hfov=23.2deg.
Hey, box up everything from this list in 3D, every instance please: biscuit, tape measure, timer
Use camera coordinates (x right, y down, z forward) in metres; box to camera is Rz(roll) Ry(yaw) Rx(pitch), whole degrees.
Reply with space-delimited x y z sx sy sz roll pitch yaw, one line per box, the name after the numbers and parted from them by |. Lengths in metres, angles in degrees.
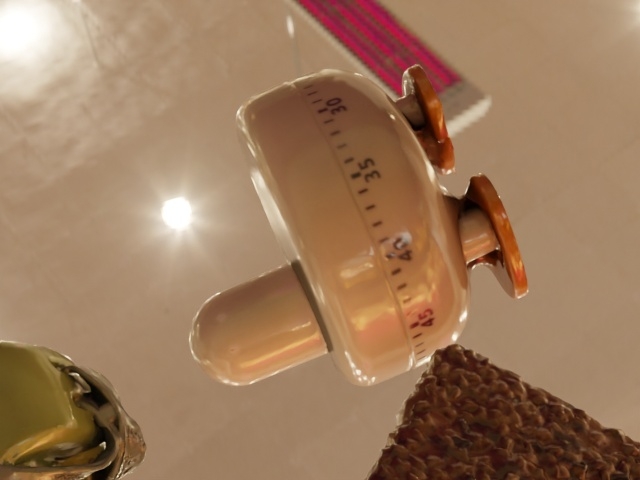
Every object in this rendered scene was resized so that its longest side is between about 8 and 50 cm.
0.065 0.139 0.597 0.131 0.026 0.237 28 -139 6 | biscuit
-0.157 0.095 0.573 0.177 0.087 0.154 10 -101 22 | tape measure
0.000 0.000 1.135 0.240 0.233 0.233 -23 -125 -4 | timer
